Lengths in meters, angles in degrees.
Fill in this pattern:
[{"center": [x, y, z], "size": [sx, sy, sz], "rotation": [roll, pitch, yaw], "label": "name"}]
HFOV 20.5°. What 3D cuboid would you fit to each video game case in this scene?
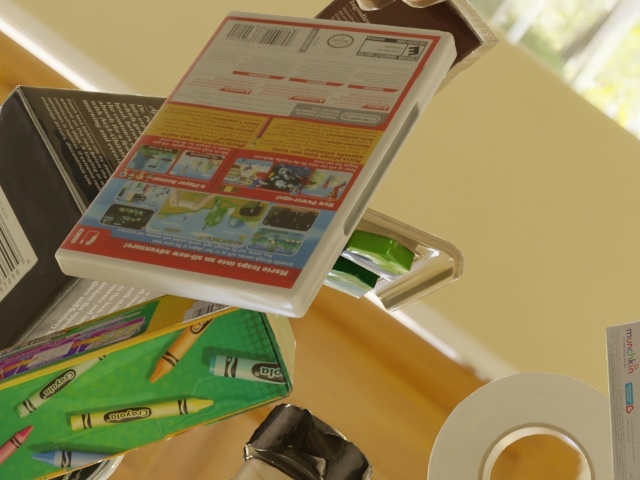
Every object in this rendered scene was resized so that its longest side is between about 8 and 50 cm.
[{"center": [-0.043, -0.067, 1.321], "size": [0.285, 0.204, 0.025], "rotation": [-59, 146, -36], "label": "video game case"}]

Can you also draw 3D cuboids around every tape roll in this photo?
[{"center": [0.284, 0.316, 2.292], "size": [0.286, 0.286, 0.100], "rotation": [-54, 165, -3], "label": "tape roll"}]

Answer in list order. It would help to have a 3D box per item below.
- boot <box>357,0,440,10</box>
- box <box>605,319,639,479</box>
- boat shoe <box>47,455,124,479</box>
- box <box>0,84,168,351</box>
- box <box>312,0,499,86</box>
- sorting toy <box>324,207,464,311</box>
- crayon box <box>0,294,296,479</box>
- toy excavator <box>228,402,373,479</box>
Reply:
[{"center": [0.083, -0.358, 1.819], "size": [0.109, 0.220, 0.283], "rotation": [-32, -162, -22], "label": "boot"}, {"center": [0.394, 0.191, 1.629], "size": [0.231, 0.127, 0.262], "rotation": [-17, -123, 30], "label": "box"}, {"center": [-0.360, 0.289, 2.249], "size": [0.335, 0.121, 0.119], "rotation": [-48, 158, -1], "label": "boat shoe"}, {"center": [-0.220, 0.011, 1.919], "size": [0.293, 0.212, 0.395], "rotation": [-44, 155, 29], "label": "box"}, {"center": [0.096, -0.258, 2.304], "size": [0.203, 0.167, 0.168], "rotation": [-39, 177, 15], "label": "box"}, {"center": [0.000, 0.000, 1.504], "size": [0.038, 0.208, 0.193], "rotation": [-66, -169, -18], "label": "sorting toy"}, {"center": [-0.162, 0.109, 1.373], "size": [0.278, 0.081, 0.165], "rotation": [-19, -172, 3], "label": "crayon box"}, {"center": [0.062, 0.396, 1.594], "size": [0.222, 0.433, 0.445], "rotation": [-55, 167, -24], "label": "toy excavator"}]
